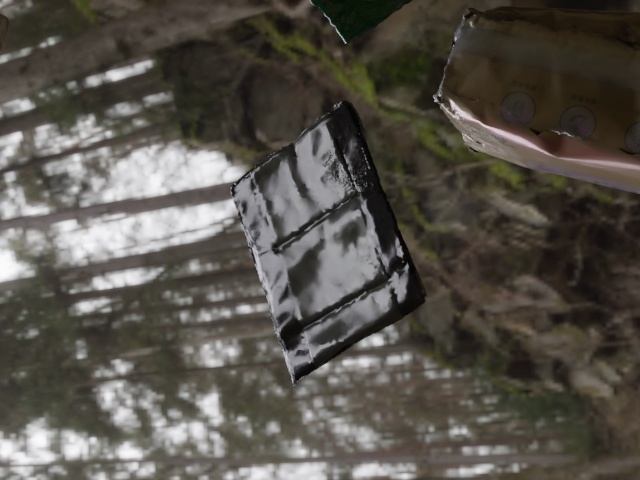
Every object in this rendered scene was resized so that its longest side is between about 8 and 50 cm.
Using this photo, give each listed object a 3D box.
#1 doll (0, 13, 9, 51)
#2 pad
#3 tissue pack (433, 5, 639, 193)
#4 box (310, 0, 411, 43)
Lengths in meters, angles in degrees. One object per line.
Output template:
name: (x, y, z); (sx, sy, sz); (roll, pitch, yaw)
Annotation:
doll: (-0.247, 0.007, 0.644); (0.188, 0.384, 0.099); (29, -138, -11)
pad: (0.000, 0.000, 1.255); (0.022, 0.174, 0.233); (18, -134, -49)
tissue pack: (0.231, -0.102, 0.994); (0.215, 0.256, 0.123); (24, -98, -74)
box: (0.086, -0.352, 1.133); (0.264, 0.336, 0.106); (57, 177, 6)
